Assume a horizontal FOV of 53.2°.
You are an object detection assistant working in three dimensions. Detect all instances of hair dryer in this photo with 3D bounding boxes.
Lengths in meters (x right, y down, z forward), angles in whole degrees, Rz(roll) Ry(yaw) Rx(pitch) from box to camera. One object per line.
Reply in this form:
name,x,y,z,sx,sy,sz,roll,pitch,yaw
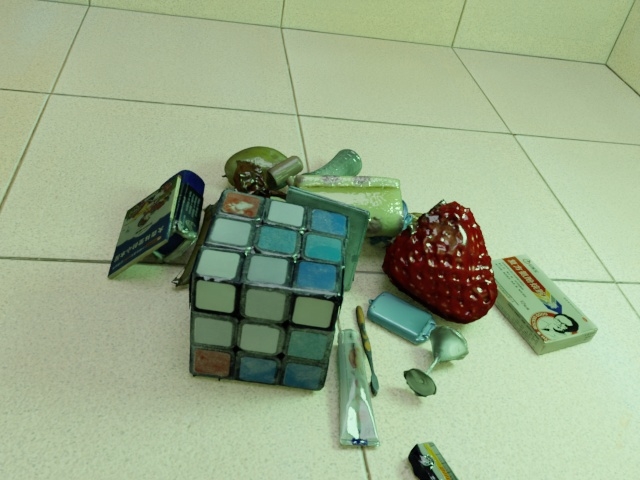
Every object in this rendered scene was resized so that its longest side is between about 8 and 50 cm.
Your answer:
hair dryer,-0.085,-0.183,2.129,0.117,0.064,0.182,-32,94,-13

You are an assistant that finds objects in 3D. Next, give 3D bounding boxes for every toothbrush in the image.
toothbrush,0.125,0.287,1.733,0.023,0.031,0.321,5,38,-10

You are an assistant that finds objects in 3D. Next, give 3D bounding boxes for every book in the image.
book,-0.512,-0.047,1.877,0.018,0.228,0.322,46,22,-32

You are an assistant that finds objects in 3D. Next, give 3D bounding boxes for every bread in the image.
bread,0.087,-0.104,1.982,0.338,0.155,0.187,0,69,-10

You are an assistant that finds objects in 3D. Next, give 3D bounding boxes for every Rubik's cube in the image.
Rubik's cube,-0.126,0.126,1.612,0.362,0.363,0.359,7,40,-4

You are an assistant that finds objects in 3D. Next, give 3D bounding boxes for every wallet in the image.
wallet,0.000,0.000,1.858,0.251,0.290,0.054,17,32,5

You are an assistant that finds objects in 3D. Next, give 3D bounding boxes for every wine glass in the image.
wine glass,0.299,0.321,1.677,0.122,0.122,0.183,30,46,22

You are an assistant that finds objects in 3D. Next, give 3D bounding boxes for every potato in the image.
potato,-0.219,-0.245,2.219,0.251,0.159,0.174,-8,16,-10

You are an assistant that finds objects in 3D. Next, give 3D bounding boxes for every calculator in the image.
calculator,0.230,0.220,1.839,0.210,0.039,0.121,26,40,19

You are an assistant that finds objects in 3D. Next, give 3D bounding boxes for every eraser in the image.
eraser,-0.437,-0.083,1.947,0.101,0.155,0.332,44,25,-32

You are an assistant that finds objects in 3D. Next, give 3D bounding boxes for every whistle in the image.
whistle,0.223,-0.051,2.116,0.180,0.093,0.269,-30,56,1

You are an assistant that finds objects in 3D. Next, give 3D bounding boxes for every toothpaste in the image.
toothpaste,0.084,0.365,1.602,0.100,0.066,0.323,8,42,-12

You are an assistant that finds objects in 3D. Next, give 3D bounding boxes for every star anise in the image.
star anise,-0.169,-0.121,2.067,0.346,0.237,0.148,38,70,1

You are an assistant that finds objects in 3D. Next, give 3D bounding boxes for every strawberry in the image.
strawberry,0.376,0.081,1.886,0.317,0.295,0.345,-37,79,-2

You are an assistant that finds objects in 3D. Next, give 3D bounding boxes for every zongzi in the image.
zongzi,-0.352,0.008,1.921,0.289,0.123,0.260,-32,38,-15

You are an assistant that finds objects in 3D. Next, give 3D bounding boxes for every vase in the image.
vase,0.040,-0.230,2.284,0.143,0.143,0.299,25,37,17

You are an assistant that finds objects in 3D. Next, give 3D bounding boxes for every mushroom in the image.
mushroom,0.332,-0.051,2.168,0.127,0.087,0.127,4,40,-3

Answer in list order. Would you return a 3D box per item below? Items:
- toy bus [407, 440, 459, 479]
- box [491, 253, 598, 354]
toy bus,0.267,0.536,1.437,0.072,0.057,0.172,-3,39,-32
box,0.652,0.187,1.974,0.214,0.069,0.353,-8,44,-24
